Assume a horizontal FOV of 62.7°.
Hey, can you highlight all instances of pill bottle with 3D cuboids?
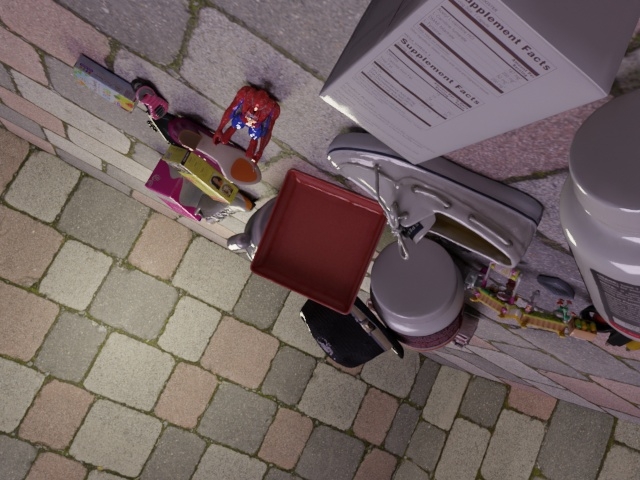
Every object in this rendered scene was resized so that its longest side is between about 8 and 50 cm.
[{"bbox_3d":[0.361,-0.012,0.561,0.176,0.176,0.318,16,164,40],"label":"pill bottle"},{"bbox_3d":[0.247,0.142,1.317,0.224,0.224,0.392,21,167,21],"label":"pill bottle"}]

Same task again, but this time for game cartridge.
[{"bbox_3d":[0.502,0.100,1.113,0.083,0.017,0.056,35,169,-34],"label":"game cartridge"}]

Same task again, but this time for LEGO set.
[{"bbox_3d":[0.442,0.116,1.113,0.287,0.107,0.132,25,-161,34],"label":"LEGO set"}]

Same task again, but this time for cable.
[{"bbox_3d":[0.624,0.147,1.035,0.139,0.072,0.287,41,159,15],"label":"cable"}]

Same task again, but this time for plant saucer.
[{"bbox_3d":[0.000,0.000,1.197,0.258,0.259,0.048,23,-175,14],"label":"plant saucer"}]

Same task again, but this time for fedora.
[{"bbox_3d":[0.058,0.218,1.350,0.334,0.152,0.334,48,177,3],"label":"fedora"}]

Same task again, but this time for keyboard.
[{"bbox_3d":[-0.386,-0.282,1.324,0.108,0.023,0.180,18,166,5],"label":"keyboard"}]

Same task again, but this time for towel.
[{"bbox_3d":[0.330,0.233,1.654,0.317,0.053,0.332,21,-171,21],"label":"towel"}]

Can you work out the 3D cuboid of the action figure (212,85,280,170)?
[{"bbox_3d":[-0.146,-0.189,0.970,0.091,0.139,0.280,27,165,-12],"label":"action figure"}]

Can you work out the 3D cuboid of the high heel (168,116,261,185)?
[{"bbox_3d":[-0.251,-0.212,1.253,0.244,0.082,0.117,22,-165,-37],"label":"high heel"}]

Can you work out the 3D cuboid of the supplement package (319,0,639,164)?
[{"bbox_3d":[0.123,-0.176,0.452,0.134,0.139,0.244,31,167,-17],"label":"supplement package"}]

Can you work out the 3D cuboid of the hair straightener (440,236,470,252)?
[{"bbox_3d":[0.295,-0.016,1.012,0.089,0.047,0.230,28,172,-7],"label":"hair straightener"}]

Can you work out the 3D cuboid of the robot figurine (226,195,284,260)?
[{"bbox_3d":[-0.100,-0.013,1.426,0.300,0.199,0.353,-4,176,-16],"label":"robot figurine"}]

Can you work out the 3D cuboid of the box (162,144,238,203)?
[{"bbox_3d":[-0.343,-0.190,1.523,0.087,0.058,0.232,16,165,35],"label":"box"}]

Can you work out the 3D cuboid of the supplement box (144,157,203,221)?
[{"bbox_3d":[-0.464,-0.165,1.749,0.114,0.111,0.220,23,167,18],"label":"supplement box"}]

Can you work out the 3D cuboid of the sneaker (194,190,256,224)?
[{"bbox_3d":[-0.309,-0.099,1.684,0.262,0.121,0.099,12,162,48],"label":"sneaker"}]

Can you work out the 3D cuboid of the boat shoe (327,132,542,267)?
[{"bbox_3d":[0.161,-0.047,0.865,0.367,0.156,0.136,24,167,7],"label":"boat shoe"}]

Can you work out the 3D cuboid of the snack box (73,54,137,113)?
[{"bbox_3d":[-0.483,-0.351,1.192,0.141,0.037,0.100,31,166,-19],"label":"snack box"}]

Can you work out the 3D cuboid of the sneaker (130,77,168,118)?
[{"bbox_3d":[-0.377,-0.313,1.151,0.057,0.047,0.119,46,173,17],"label":"sneaker"}]
